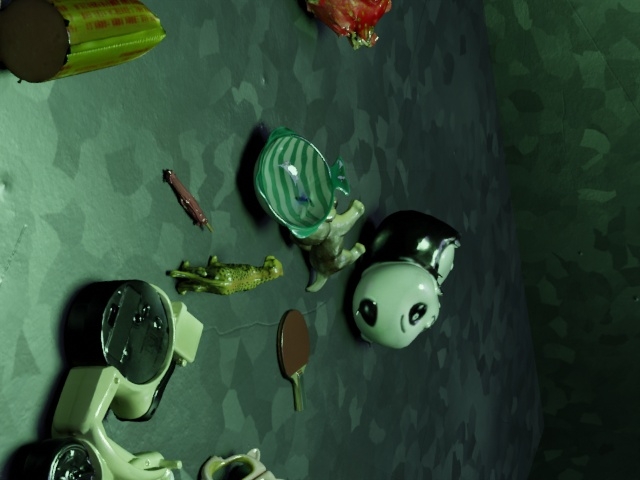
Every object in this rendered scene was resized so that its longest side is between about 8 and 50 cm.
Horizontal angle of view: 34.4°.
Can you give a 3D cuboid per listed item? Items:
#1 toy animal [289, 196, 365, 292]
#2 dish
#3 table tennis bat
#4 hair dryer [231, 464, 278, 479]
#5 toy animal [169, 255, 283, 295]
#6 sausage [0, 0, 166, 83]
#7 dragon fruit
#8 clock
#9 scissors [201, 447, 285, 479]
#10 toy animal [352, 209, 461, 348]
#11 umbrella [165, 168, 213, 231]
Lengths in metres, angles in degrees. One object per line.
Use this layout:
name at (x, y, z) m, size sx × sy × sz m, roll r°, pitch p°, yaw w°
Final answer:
toy animal at (0.006, -0.016, 2.211) m, size 0.169 × 0.121 × 0.233 m, roll -50°, pitch 146°, yaw -30°
dish at (-0.057, -0.111, 2.063) m, size 0.246 × 0.078 × 0.224 m, roll -8°, pitch 83°, yaw -44°
table tennis bat at (-0.052, 0.254, 2.197) m, size 0.130 × 0.019 × 0.220 m, roll -29°, pitch 115°, yaw -61°
hair dryer at (-0.152, 0.519, 1.936) m, size 0.198 × 0.100 × 0.057 m, roll -54°, pitch 146°, yaw -28°
toy animal at (-0.165, 0.063, 1.825) m, size 0.181 × 0.136 × 0.073 m, roll 0°, pitch 91°, yaw -63°
sausage at (-0.322, -0.309, 1.504) m, size 0.317 × 0.125 × 0.117 m, roll -35°, pitch 122°, yaw -60°
dragon fruit at (0.059, -0.535, 2.189) m, size 0.210 × 0.205 × 0.268 m, roll -59°, pitch 138°, yaw -72°
clock at (-0.302, 0.248, 1.576) m, size 0.276 × 0.120 × 0.379 m, roll 45°, pitch 50°, yaw -49°
scissors at (-0.188, 0.471, 1.832) m, size 0.317 × 0.160 × 0.024 m, roll -25°, pitch 155°, yaw -47°
toy animal at (0.192, 0.106, 2.481) m, size 0.310 × 0.251 × 0.251 m, roll -61°, pitch 143°, yaw -27°
umbrella at (-0.230, -0.067, 1.815) m, size 0.027 × 0.025 × 0.165 m, roll -53°, pitch 138°, yaw -22°
